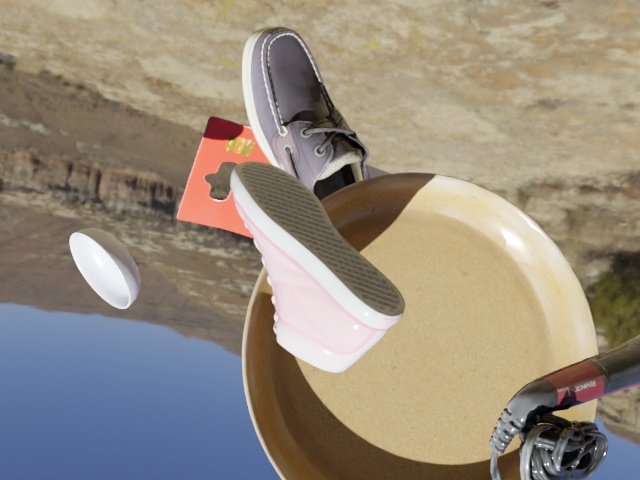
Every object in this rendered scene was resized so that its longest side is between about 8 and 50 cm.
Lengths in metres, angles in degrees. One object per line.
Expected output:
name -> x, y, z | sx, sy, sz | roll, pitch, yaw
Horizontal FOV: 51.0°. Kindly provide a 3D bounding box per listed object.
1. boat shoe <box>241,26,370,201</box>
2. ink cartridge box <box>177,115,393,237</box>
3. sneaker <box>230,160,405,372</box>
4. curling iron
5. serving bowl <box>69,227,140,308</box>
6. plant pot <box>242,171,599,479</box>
boat shoe -> 0.004, -0.083, 0.692 | 0.103, 0.285, 0.092 | -25, -163, -35
ink cartridge box -> 0.000, 0.000, 0.916 | 0.385, 0.091, 0.308 | 17, 154, -13
sneaker -> -0.017, 0.018, 0.384 | 0.051, 0.070, 0.134 | -14, -126, -47
curling iron -> 0.183, 0.077, 0.382 | 0.274, 0.068, 0.035 | -14, -151, -39
serving bowl -> -0.195, 0.022, 0.623 | 0.083, 0.083, 0.027 | 4, -146, 45
plant pot -> 0.066, 0.073, 0.433 | 0.236, 0.236, 0.032 | 9, 167, -12
